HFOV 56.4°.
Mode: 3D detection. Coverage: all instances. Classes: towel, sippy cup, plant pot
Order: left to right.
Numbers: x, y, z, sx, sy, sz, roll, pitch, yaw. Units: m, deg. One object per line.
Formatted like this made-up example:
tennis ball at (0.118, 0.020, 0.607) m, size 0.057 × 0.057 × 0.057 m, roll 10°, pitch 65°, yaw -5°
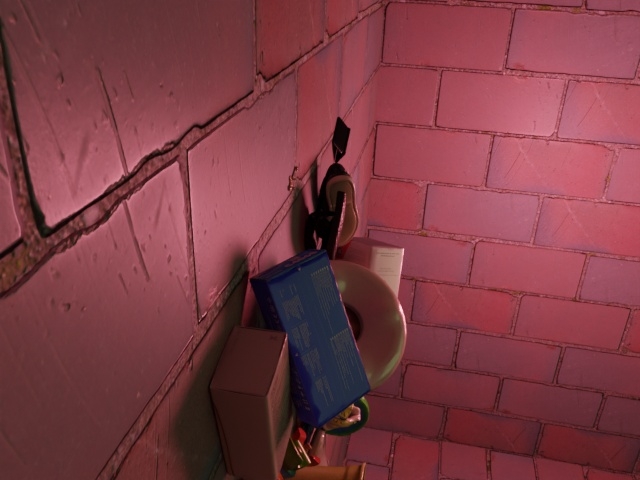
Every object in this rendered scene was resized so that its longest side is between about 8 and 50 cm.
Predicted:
towel at (-0.044, 0.649, 2.039) m, size 0.119 × 0.029 × 0.067 m, roll -43°, pitch 138°, yaw -75°
plant pot at (0.005, 0.854, 1.963) m, size 0.276 × 0.254 × 0.276 m, roll 7°, pitch 90°, yaw -81°
sippy cup at (0.068, 0.592, 2.311) m, size 0.224 × 0.240 × 0.305 m, roll -86°, pitch -159°, yaw -60°

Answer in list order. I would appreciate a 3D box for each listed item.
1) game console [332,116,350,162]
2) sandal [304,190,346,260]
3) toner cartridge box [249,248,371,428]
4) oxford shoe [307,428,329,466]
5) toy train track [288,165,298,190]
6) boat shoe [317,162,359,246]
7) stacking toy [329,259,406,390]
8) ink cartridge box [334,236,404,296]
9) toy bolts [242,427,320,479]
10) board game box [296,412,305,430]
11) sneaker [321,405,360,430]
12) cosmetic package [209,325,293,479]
game console at (0.061, -0.358, 2.129) m, size 0.107 × 0.071 × 0.122 m, roll -41°, pitch -148°, yaw 57°
sandal at (-0.001, 0.003, 1.826) m, size 0.445 × 0.107 × 0.167 m, roll 106°, pitch -4°, yaw -60°
toner cartridge box at (-0.017, 0.209, 1.292) m, size 0.165 × 0.075 × 0.347 m, roll -26°, pitch 105°, yaw -35°
oxford shoe at (-0.007, 0.904, 2.248) m, size 0.169 × 0.130 × 0.449 m, roll -55°, pitch 154°, yaw -70°
toy train track at (-0.066, -0.157, 1.513) m, size 0.048 × 0.014 × 0.083 m, roll 86°, pitch 14°, yaw -49°
boat shoe at (0.050, -0.115, 1.942) m, size 0.340 × 0.127 × 0.113 m, roll 82°, pitch -5°, yaw -52°
stacking toy at (0.003, 0.287, 1.662) m, size 0.480 × 0.351 × 0.350 m, roll 121°, pitch -18°, yaw -63°
ink cartridge box at (0.162, 0.191, 2.316) m, size 0.279 × 0.160 × 0.384 m, roll 18°, pitch -77°, yaw 60°
toy bolts at (-0.123, 0.519, 1.475) m, size 0.218 × 0.158 × 0.228 m, roll 56°, pitch -2°, yaw 31°
board game box at (-0.058, 0.660, 2.135) m, size 0.145 × 0.027 × 0.281 m, roll -70°, pitch 165°, yaw -56°
sneaker at (0.031, 0.527, 2.032) m, size 0.384 × 0.147 × 0.145 m, roll 62°, pitch 21°, yaw -51°
cosmetic package at (-0.129, 0.337, 1.205) m, size 0.160 × 0.113 × 0.309 m, roll -72°, pitch 165°, yaw -49°
